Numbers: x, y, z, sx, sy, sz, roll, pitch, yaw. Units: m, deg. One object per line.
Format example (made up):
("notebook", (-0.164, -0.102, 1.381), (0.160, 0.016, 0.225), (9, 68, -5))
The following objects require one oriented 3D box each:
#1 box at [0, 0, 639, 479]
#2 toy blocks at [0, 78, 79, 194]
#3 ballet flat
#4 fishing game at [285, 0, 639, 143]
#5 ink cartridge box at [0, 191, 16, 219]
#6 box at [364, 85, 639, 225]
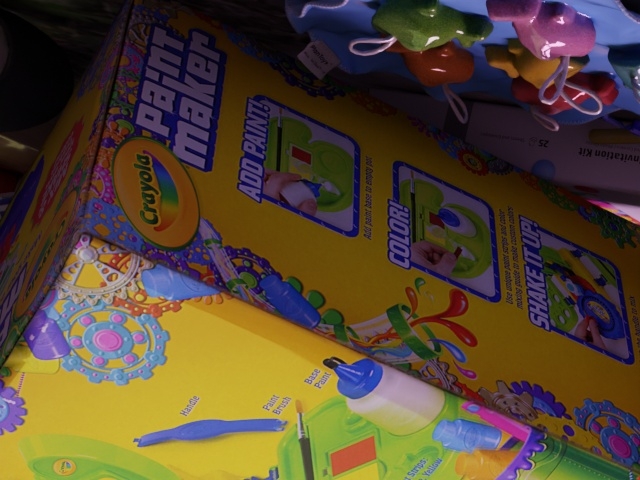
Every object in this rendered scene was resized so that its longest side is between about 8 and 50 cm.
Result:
("box", (-0.033, 0.090, 0.748), (0.279, 0.177, 0.290), (25, 127, -18))
("toy blocks", (-0.194, -0.012, 0.997), (0.261, 0.190, 0.381), (23, 159, -17))
("ballet flat", (-0.214, -0.100, 0.772), (0.203, 0.074, 0.074), (16, 174, -17))
("fishing game", (0.072, -0.066, 0.623), (0.189, 0.041, 0.264), (3, 170, 44))
("ink cartridge box", (-0.046, 0.036, 0.850), (0.223, 0.045, 0.224), (-7, 130, 8))
("box", (0.129, -0.033, 0.828), (0.186, 0.038, 0.145), (9, 173, 23))
